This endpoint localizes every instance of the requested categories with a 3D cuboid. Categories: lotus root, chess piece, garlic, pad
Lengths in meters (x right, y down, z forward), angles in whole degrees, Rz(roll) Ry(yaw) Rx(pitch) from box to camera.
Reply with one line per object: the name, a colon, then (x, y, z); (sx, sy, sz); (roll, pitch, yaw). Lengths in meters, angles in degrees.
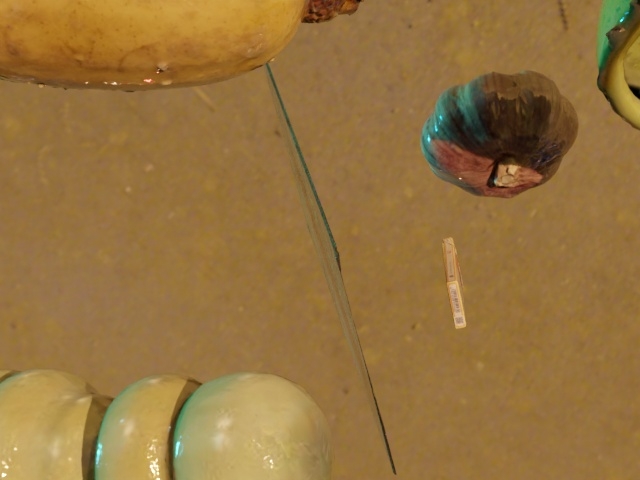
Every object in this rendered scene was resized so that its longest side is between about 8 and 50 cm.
lotus root: (-0.130, -0.195, 0.947); (0.343, 0.169, 0.151); (-2, 133, -13)
chess piece: (-0.104, 0.132, 0.743); (0.243, 0.133, 0.133); (-8, 123, 28)
garlic: (0.181, -0.103, 1.295); (0.159, 0.102, 0.147); (-12, 137, 12)
pad: (0.000, 0.000, 1.145); (0.007, 0.367, 0.247); (-16, 128, -2)

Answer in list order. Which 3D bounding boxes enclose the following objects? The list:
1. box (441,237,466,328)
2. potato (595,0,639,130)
box: (0.116, 0.036, 1.112); (0.012, 0.083, 0.046); (-11, 115, 9)
potato: (0.358, -0.232, 1.057); (0.330, 0.212, 0.280); (25, 133, -27)
